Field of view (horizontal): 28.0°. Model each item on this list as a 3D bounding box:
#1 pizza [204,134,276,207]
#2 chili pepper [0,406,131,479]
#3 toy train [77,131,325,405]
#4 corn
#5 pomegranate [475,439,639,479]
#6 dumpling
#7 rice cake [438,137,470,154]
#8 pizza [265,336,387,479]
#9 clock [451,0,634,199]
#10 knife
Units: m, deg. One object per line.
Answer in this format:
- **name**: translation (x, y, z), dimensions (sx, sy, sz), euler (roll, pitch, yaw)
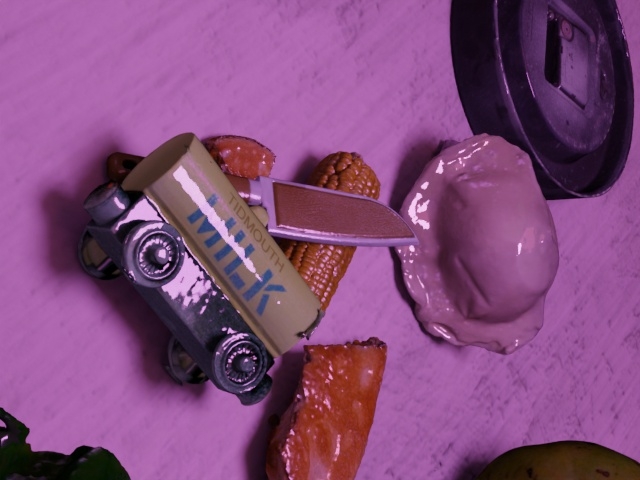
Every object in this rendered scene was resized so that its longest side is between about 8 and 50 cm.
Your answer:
- **pizza**: translation (-0.081, -0.066, 1.269), dimensions (0.083, 0.025, 0.078), euler (12, 69, -42)
- **chili pepper**: translation (-0.289, 0.205, 0.855), dimensions (0.385, 0.167, 0.213), euler (-25, 104, -51)
- **toy train**: translation (-0.098, 0.025, 1.146), dimensions (0.157, 0.105, 0.253), euler (-48, 118, -24)
- **corn**: translation (0.000, 0.000, 1.314), dimensions (0.080, 0.080, 0.238), euler (49, 48, -33)
- **pomegranate**: translation (0.284, 0.353, 1.478), dimensions (0.270, 0.254, 0.254), euler (79, 23, -61)
- **dumpling**: translation (0.177, 0.005, 1.488), dimensions (0.193, 0.147, 0.258), euler (0, 94, -9)
- **rice cake**: translation (0.214, -0.004, 1.599), dimensions (0.055, 0.049, 0.270), euler (-67, 135, -63)
- **pizza**: translation (0.000, 0.192, 1.296), dimensions (0.134, 0.056, 0.271), euler (47, 51, -37)
- **clock**: translation (0.308, -0.241, 1.737), dimensions (0.386, 0.076, 0.386), euler (12, 74, -49)
- **knife**: translation (-0.046, -0.030, 1.232), dimensions (0.343, 0.027, 0.061), euler (9, 61, -32)
